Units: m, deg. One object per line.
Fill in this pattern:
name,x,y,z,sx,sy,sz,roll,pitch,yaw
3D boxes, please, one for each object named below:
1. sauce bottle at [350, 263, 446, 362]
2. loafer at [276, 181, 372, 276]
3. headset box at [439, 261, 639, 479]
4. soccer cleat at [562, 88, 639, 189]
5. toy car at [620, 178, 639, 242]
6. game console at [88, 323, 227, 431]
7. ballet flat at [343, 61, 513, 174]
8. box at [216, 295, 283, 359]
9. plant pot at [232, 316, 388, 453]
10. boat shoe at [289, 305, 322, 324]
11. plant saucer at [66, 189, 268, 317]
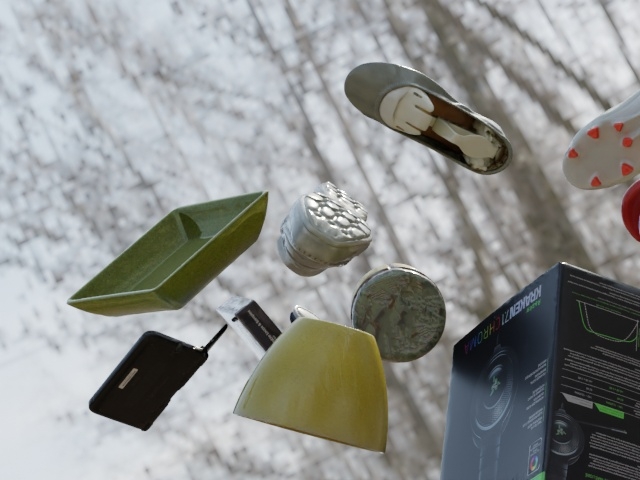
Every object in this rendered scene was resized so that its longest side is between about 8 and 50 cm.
sauce bottle,0.091,0.081,2.107,0.111,0.111,0.344,-27,0,3
loafer,0.000,0.000,2.265,0.111,0.112,0.319,-56,-2,8
headset box,0.233,0.209,1.837,0.131,0.283,0.246,18,-30,-17
soccer cleat,0.311,-0.115,1.663,0.196,0.068,0.076,-41,-5,27
toy car,0.417,-0.026,2.025,0.136,0.182,0.159,10,-74,-23
game console,-0.165,0.128,1.803,0.107,0.071,0.122,23,-58,-28
ballet flat,0.125,-0.135,1.962,0.213,0.068,0.072,24,-73,-24
box,-0.051,0.108,1.798,0.029,0.116,0.162,-40,6,-6
plant pot,0.001,0.119,1.507,0.134,0.095,0.134,14,-7,2
boat shoe,0.007,0.121,1.814,0.038,0.125,0.046,-41,8,23
plant saucer,-0.156,0.024,1.915,0.188,0.045,0.188,-8,28,52
